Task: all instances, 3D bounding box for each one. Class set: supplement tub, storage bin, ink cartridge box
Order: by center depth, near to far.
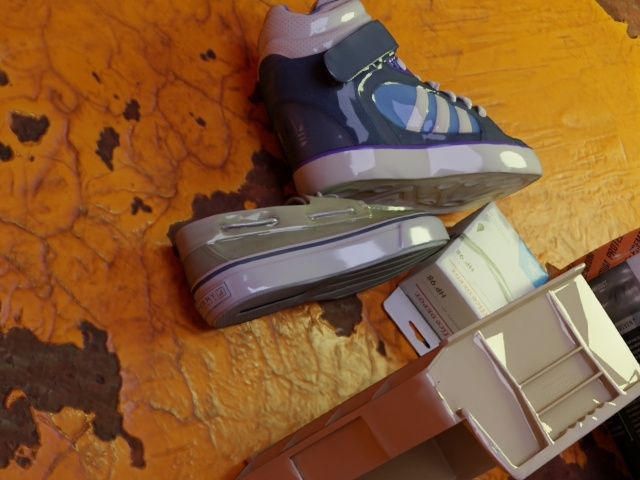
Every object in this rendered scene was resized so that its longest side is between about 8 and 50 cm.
[{"bbox_3d":[0.102,0.157,1.361,0.260,0.262,0.123,-23,81,-49],"label":"storage bin"},{"bbox_3d":[0.149,0.050,1.634,0.104,0.060,0.180,52,40,-5],"label":"ink cartridge box"},{"bbox_3d":[0.382,0.143,1.700,0.194,0.194,0.316,-16,77,-49],"label":"supplement tub"}]

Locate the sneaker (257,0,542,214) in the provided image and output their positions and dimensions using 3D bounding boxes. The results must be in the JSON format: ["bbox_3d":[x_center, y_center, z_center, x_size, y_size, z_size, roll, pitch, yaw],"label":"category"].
[{"bbox_3d":[0.078,-0.155,1.646,0.323,0.130,0.236,-2,70,-39],"label":"sneaker"}]

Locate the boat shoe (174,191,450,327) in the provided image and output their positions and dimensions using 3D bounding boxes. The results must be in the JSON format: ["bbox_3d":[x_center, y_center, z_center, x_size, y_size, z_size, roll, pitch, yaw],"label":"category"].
[{"bbox_3d":[0.000,0.000,1.488,0.302,0.109,0.094,-12,72,-45],"label":"boat shoe"}]
